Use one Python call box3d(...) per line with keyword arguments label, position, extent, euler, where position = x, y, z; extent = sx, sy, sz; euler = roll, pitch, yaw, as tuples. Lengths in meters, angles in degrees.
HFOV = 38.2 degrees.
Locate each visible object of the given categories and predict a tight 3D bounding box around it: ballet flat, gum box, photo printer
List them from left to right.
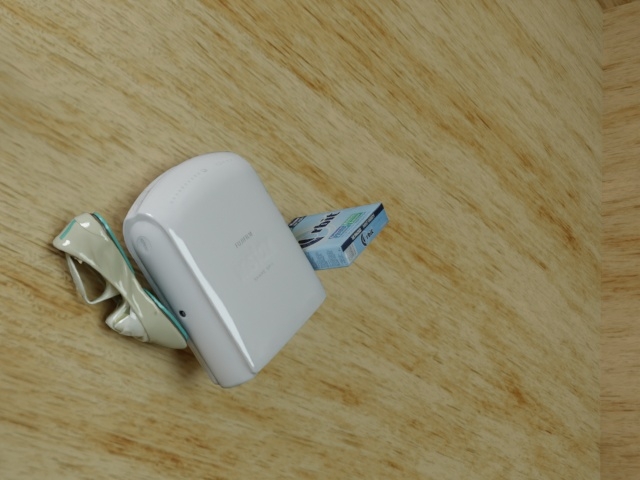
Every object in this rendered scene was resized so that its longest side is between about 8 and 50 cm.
box3d(label="ballet flat", position=(-0.274, 0.074, 1.254), extent=(0.248, 0.086, 0.086), euler=(59, 41, -26))
box3d(label="photo printer", position=(-0.142, 0.026, 1.379), extent=(0.307, 0.107, 0.256), euler=(60, 38, -10))
box3d(label="gum box", position=(0.000, 0.000, 1.546), extent=(0.157, 0.184, 0.041), euler=(-46, 120, -49))
